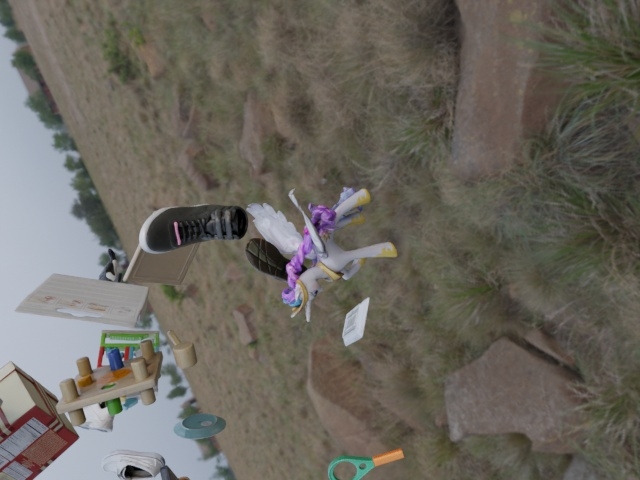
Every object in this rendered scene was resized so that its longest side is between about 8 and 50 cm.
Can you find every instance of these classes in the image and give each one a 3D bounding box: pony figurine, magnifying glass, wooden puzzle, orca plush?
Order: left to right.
[{"bbox_3d":[-0.798,0.148,1.919,0.151,0.102,0.287,-44,42,39],"label":"orca plush"},{"bbox_3d":[-0.449,0.025,1.530,0.044,0.220,0.239,31,-171,27],"label":"wooden puzzle"},{"bbox_3d":[0.000,0.000,1.459,0.303,0.364,0.350,-5,114,62],"label":"pony figurine"},{"bbox_3d":[0.134,0.663,1.548,0.026,0.231,0.092,-102,-7,-78],"label":"magnifying glass"}]

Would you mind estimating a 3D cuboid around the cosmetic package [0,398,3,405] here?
[{"bbox_3d":[-0.925,0.378,1.239,0.224,0.224,0.138,110,175,-51],"label":"cosmetic package"}]

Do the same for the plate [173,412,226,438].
[{"bbox_3d":[-0.438,0.666,1.899,0.188,0.188,0.024,-167,75,-65],"label":"plate"}]

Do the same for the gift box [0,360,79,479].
[{"bbox_3d":[-0.910,0.533,1.498,0.258,0.276,0.255,31,148,39],"label":"gift box"}]

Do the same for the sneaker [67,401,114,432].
[{"bbox_3d":[-0.858,0.659,1.989,0.232,0.115,0.090,-2,147,27],"label":"sneaker"}]

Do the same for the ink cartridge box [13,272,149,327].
[{"bbox_3d":[-0.689,0.205,1.556,0.385,0.308,0.091,-137,59,-73],"label":"ink cartridge box"}]

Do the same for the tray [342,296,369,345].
[{"bbox_3d":[0.123,0.298,1.909,0.270,0.030,0.145,118,166,-69],"label":"tray"}]

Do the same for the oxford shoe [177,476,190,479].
[{"bbox_3d":[-0.520,0.870,1.731,0.076,0.212,0.076,50,159,10],"label":"oxford shoe"}]

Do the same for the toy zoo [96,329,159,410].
[{"bbox_3d":[-0.626,0.415,1.703,0.293,0.193,0.030,-106,27,-47],"label":"toy zoo"}]

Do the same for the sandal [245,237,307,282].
[{"bbox_3d":[-0.130,0.069,1.517,0.219,0.089,0.060,28,160,-29],"label":"sandal"}]

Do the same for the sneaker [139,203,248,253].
[{"bbox_3d":[-0.291,-0.035,1.271,0.147,0.296,0.104,3,105,29],"label":"sneaker"}]

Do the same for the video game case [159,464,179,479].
[{"bbox_3d":[-0.326,0.720,1.298,0.274,0.026,0.196,48,161,50],"label":"video game case"}]

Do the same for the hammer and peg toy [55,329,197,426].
[{"bbox_3d":[-0.525,0.377,1.477,0.266,0.362,0.127,-158,55,-75],"label":"hammer and peg toy"}]

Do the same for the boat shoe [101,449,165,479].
[{"bbox_3d":[-0.677,0.799,1.843,0.084,0.258,0.095,-57,-49,-64],"label":"boat shoe"}]
